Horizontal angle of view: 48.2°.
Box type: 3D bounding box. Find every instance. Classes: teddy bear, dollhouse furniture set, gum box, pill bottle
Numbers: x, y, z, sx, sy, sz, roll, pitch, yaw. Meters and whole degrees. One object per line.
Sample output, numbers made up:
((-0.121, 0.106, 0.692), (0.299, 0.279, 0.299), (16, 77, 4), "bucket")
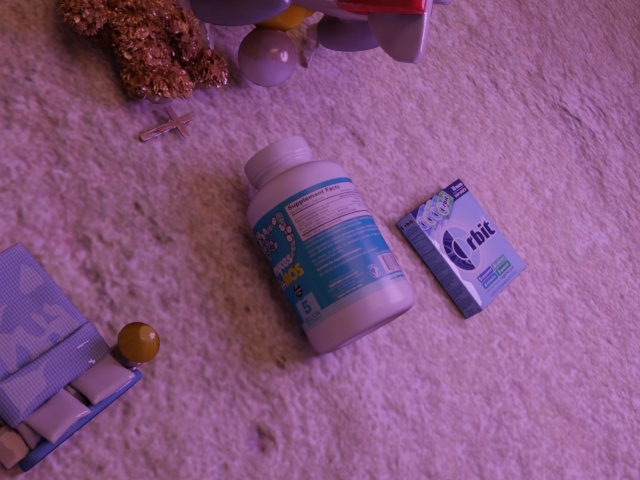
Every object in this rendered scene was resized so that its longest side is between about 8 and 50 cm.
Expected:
((-0.256, -0.328, 0.967), (0.245, 0.113, 0.338), (-14, 72, -42), "teddy bear")
((-0.317, 0.064, 0.628), (0.286, 0.198, 0.303), (51, 47, 2), "dollhouse furniture set")
((0.227, 0.009, 1.142), (0.157, 0.041, 0.184), (-33, 85, -42), "gum box")
((0.000, 0.000, 0.920), (0.146, 0.146, 0.264), (-18, 74, -40), "pill bottle")

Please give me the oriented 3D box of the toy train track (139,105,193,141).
((-0.207, -0.150, 0.958), (0.083, 0.014, 0.048), (-34, 92, -37), "toy train track")

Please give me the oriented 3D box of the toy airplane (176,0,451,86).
((-0.017, -0.332, 1.003), (0.386, 0.272, 0.384), (18, 22, -22), "toy airplane")
